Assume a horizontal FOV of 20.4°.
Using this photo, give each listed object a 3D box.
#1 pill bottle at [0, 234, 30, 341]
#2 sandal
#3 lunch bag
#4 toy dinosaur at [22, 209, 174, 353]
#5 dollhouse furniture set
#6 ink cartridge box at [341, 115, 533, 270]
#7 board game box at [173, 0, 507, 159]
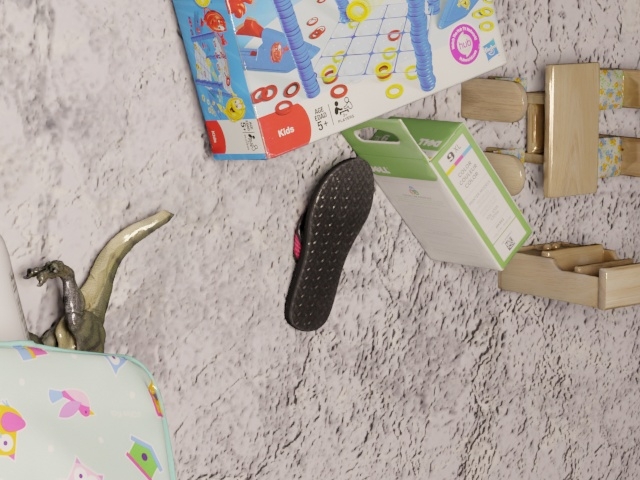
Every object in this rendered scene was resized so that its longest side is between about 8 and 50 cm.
[{"bbox_3d":[-0.312,0.078,1.405,0.160,0.160,0.283,-23,110,-34],"label":"pill bottle"},{"bbox_3d":[0.000,0.000,1.728,0.067,0.040,0.179,10,105,-34],"label":"sandal"},{"bbox_3d":[-0.226,0.188,1.267,0.279,0.108,0.224,9,66,-50],"label":"lunch bag"},{"bbox_3d":[-0.222,0.076,1.546,0.118,0.064,0.268,31,75,-44],"label":"toy dinosaur"},{"bbox_3d":[0.277,-0.062,1.855,0.212,0.161,0.242,-7,101,-38],"label":"dollhouse furniture set"},{"bbox_3d":[0.111,-0.066,1.755,0.062,0.109,0.209,-51,123,-22],"label":"ink cartridge box"},{"bbox_3d":[0.007,-0.262,1.641,0.308,0.086,0.301,-25,107,-34],"label":"board game box"}]
